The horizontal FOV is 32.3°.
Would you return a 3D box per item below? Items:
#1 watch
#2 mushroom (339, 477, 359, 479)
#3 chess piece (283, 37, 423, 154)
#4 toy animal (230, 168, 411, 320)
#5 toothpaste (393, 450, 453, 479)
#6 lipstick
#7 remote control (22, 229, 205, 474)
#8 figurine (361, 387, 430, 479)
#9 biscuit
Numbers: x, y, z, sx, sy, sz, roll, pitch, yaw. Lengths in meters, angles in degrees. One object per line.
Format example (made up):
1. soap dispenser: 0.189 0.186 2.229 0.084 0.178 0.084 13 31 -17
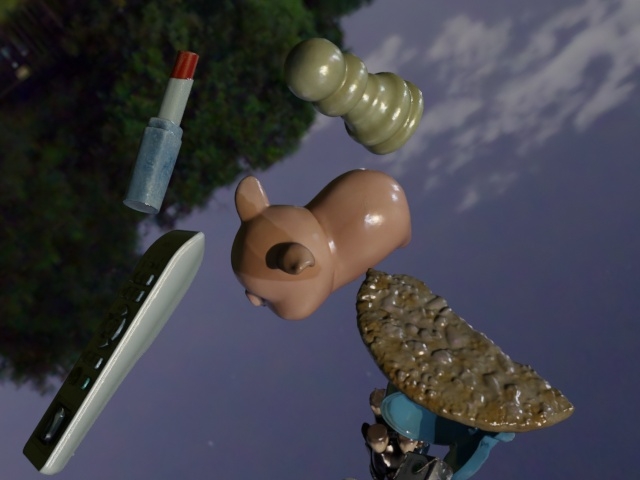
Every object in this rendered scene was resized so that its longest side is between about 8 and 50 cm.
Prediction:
1. watch: 0.204 0.260 1.799 0.211 0.193 0.211 -55 -168 18
2. mushroom: 0.009 0.348 1.439 0.054 0.059 0.202 12 -172 23
3. chess piece: 0.042 -0.256 1.892 0.144 0.251 0.144 -23 -124 39
4. toy animal: 0.000 0.000 1.917 0.326 0.269 0.237 -43 -129 12
5. toothpaste: 0.081 0.327 1.222 0.047 0.040 0.196 4 -125 46
6. lipstick: -0.244 -0.179 1.740 0.061 0.068 0.274 10 -105 17
7. remote control: -0.214 0.114 1.172 0.293 0.051 0.103 -57 -158 -12
8. figurine: 0.163 0.486 2.250 0.241 0.412 0.306 -8 -170 -5
9. biscuit: 0.136 0.137 1.255 0.141 0.290 0.038 -31 150 -38
